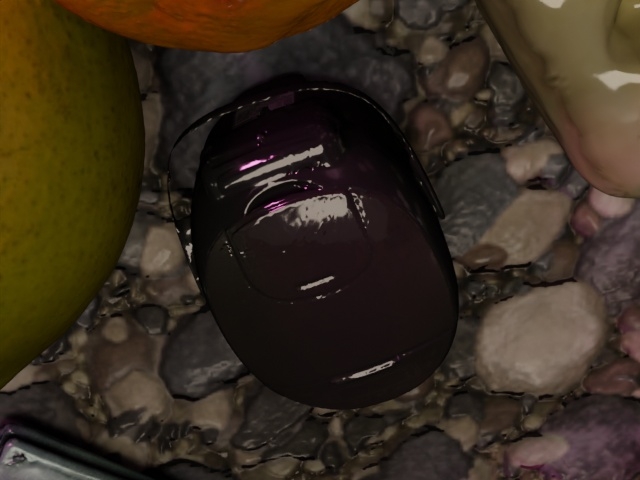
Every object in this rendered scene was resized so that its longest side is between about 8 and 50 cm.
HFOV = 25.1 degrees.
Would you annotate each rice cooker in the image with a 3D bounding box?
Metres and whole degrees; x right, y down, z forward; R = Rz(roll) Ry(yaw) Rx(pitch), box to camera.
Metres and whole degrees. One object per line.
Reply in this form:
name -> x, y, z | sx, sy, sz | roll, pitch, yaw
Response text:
rice cooker -> 0.000, -0.001, 0.801 | 0.142, 0.118, 0.203 | -17, 123, 8

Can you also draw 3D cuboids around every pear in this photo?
pear -> -0.218, -0.050, 0.672 | 0.294, 0.294, 0.294 | -2, 123, -3

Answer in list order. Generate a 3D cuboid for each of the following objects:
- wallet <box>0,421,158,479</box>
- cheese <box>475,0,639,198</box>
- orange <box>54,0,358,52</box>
wallet -> -0.168, 0.275, 1.009 | 0.251, 0.054, 0.290 | 25, 112, -24
cheese -> 0.186, -0.228, 0.661 | 0.351, 0.129, 0.328 | -38, 113, 14
orange -> -0.051, -0.182, 0.542 | 0.249, 0.183, 0.249 | 12, 133, 13
